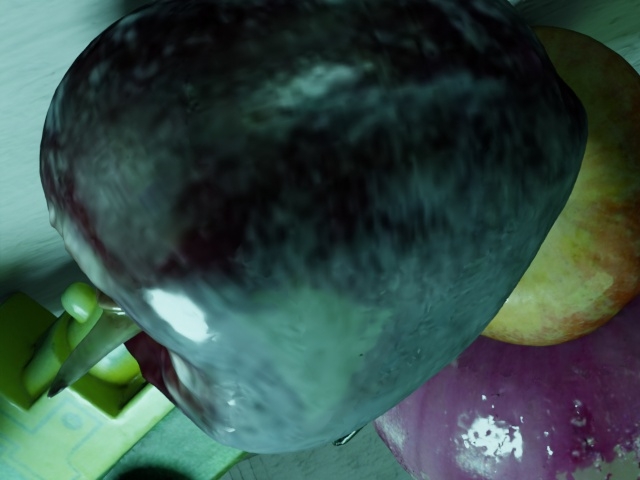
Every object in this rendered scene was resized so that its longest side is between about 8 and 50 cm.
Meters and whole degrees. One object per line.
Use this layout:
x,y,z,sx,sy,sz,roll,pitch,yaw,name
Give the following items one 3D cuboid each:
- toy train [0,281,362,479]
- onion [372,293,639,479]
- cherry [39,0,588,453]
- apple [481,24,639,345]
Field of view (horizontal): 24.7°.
-0.115,0.089,1.081,0.369,0.237,0.150,-43,-162,30,toy train
0.190,0.070,1.285,0.358,0.358,0.345,-29,125,30,onion
-0.013,-0.017,0.724,0.296,0.218,0.255,-27,142,-4,cherry
0.136,-0.038,0.965,0.209,0.209,0.164,-25,174,14,apple
